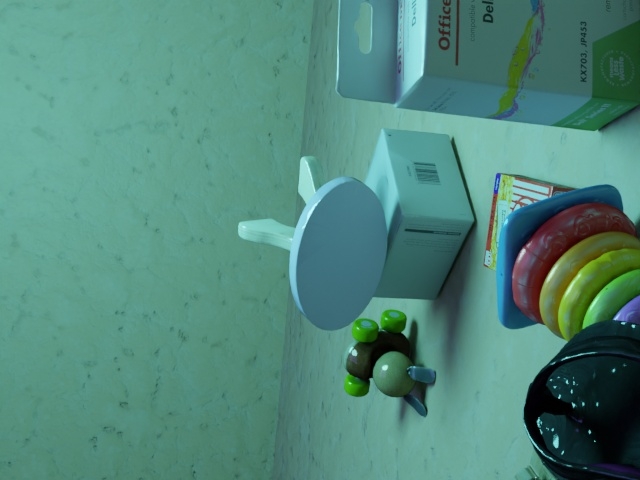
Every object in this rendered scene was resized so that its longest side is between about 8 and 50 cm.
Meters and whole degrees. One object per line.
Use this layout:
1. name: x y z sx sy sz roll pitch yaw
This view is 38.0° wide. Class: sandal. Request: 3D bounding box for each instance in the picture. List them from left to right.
1. sandal: 0.260 0.147 0.793 0.446 0.107 0.167 165 120 -80

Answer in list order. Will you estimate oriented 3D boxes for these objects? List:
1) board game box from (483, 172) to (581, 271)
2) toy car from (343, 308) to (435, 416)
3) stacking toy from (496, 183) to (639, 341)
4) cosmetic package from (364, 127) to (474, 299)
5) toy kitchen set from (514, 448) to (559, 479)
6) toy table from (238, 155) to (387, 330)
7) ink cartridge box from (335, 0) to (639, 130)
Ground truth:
1. board game box: 0.299 -0.015 1.331 0.193 0.045 0.146 -145 60 -75
2. toy car: 0.151 0.249 1.793 0.188 0.149 0.155 32 125 43
3. stacking toy: 0.329 0.080 0.994 0.302 0.166 0.175 -126 26 -54
4. cosmetic package: 0.165 -0.046 1.711 0.224 0.138 0.224 109 159 -46
5. toy kitchen set: 0.294 0.282 1.204 0.083 0.068 0.075 -120 36 -67
6. toy table: 0.000 0.000 1.631 0.161 0.252 0.274 41 121 53
7. ink cartridge box: 0.205 -0.263 1.137 0.119 0.354 0.207 144 129 -73
